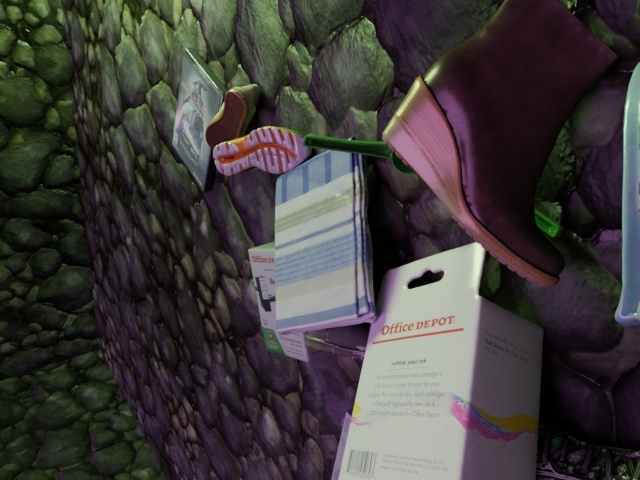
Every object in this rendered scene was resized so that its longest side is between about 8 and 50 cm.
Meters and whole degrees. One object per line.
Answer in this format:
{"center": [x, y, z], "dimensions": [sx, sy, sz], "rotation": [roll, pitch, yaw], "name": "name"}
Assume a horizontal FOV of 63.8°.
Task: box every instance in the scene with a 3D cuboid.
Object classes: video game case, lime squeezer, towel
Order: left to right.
{"center": [-0.289, -0.279, 1.214], "dimensions": [0.196, 0.026, 0.274], "rotation": [52, 140, 29], "name": "video game case"}
{"center": [0.000, 0.000, 0.804], "dimensions": [0.209, 0.034, 0.284], "rotation": [-20, 64, 43], "name": "towel"}
{"center": [0.142, -0.092, 0.628], "dimensions": [0.311, 0.110, 0.058], "rotation": [23, 107, 13], "name": "lime squeezer"}

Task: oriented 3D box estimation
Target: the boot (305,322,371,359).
{"center": [0.050, 0.082, 0.842], "dimensions": [0.190, 0.076, 0.208], "rotation": [5, 88, 28], "name": "boot"}

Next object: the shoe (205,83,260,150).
{"center": [-0.177, -0.245, 1.053], "dimensions": [0.077, 0.058, 0.219], "rotation": [42, 148, -7], "name": "shoe"}

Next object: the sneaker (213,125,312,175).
{"center": [-0.101, -0.169, 0.951], "dimensions": [0.215, 0.083, 0.084], "rotation": [3, 110, 35], "name": "sneaker"}

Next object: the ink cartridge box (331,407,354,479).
{"center": [0.077, 0.358, 0.874], "dimensions": [0.046, 0.097, 0.206], "rotation": [38, 131, 41], "name": "ink cartridge box"}

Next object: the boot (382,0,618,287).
{"center": [0.205, -0.099, 0.502], "dimensions": [0.207, 0.090, 0.248], "rotation": [-44, 83, 18], "name": "boot"}

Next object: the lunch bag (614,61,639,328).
{"center": [0.329, -0.056, 0.320], "dimensions": [0.223, 0.160, 0.262], "rotation": [-12, 59, 55], "name": "lunch bag"}

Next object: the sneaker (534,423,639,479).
{"center": [0.271, 0.263, 0.541], "dimensions": [0.146, 0.134, 0.343], "rotation": [63, 143, 19], "name": "sneaker"}

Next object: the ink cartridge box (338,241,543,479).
{"center": [0.145, 0.195, 0.620], "dimensions": [0.207, 0.119, 0.353], "rotation": [-25, 43, 55], "name": "ink cartridge box"}

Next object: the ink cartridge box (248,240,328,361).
{"center": [-0.050, 0.106, 0.966], "dimensions": [0.153, 0.087, 0.208], "rotation": [-2, 99, 54], "name": "ink cartridge box"}
